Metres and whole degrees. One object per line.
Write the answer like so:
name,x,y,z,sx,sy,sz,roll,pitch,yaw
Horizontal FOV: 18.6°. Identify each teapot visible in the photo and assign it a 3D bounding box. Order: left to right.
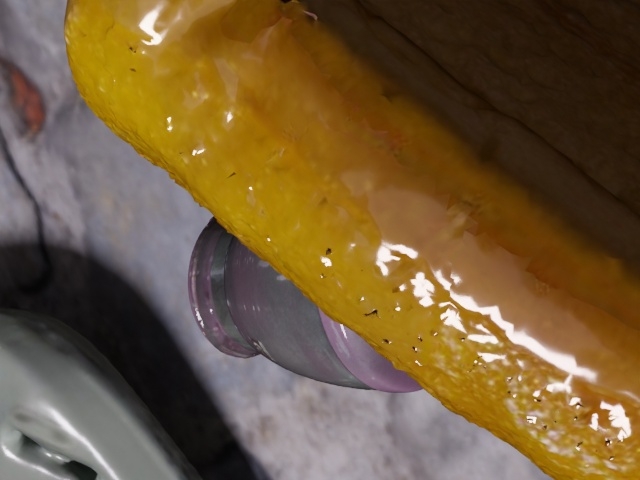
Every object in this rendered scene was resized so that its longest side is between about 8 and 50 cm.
teapot,-0.005,0.007,0.997,0.146,0.116,0.148,-5,117,41

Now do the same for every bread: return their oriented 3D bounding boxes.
bread,0.063,-0.051,0.792,0.337,0.328,0.148,37,125,4

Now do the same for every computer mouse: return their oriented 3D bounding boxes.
computer mouse,-0.132,0.175,1.167,0.197,0.095,0.331,-20,113,36
